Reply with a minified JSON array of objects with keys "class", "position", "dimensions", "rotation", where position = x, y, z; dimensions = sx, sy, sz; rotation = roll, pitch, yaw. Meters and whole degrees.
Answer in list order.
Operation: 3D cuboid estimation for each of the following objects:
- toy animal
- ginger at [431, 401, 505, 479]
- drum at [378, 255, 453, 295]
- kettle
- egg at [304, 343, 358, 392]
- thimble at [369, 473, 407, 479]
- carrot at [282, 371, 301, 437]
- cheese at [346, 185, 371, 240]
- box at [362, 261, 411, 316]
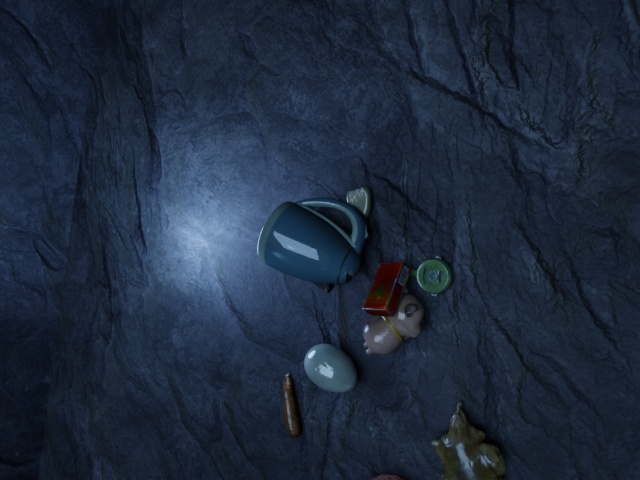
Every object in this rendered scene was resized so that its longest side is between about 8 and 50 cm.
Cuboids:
[{"class":"toy animal","position":[0.235,0.279,1.447],"dimensions":[0.248,0.149,0.165],"rotation":[-52,32,15]},{"class":"ginger","position":[0.448,0.645,1.343],"dimensions":[0.218,0.123,0.270],"rotation":[-8,86,32]},{"class":"drum","position":[0.315,0.126,1.469],"dimensions":[0.253,0.049,0.130],"rotation":[-11,83,35]},{"class":"kettle","position":[0.000,0.000,1.556],"dimensions":[0.342,0.247,0.320],"rotation":[24,90,21]},{"class":"egg","position":[0.038,0.457,1.566],"dimensions":[0.209,0.151,0.151],"rotation":[27,103,26]},{"class":"thimble","position":[0.222,0.909,1.454],"dimensions":[0.239,0.162,0.239],"rotation":[-2,85,30]},{"class":"carrot","position":[-0.118,0.641,1.714],"dimensions":[0.059,0.059,0.248],"rotation":[-14,80,29]},{"class":"cheese","position":[0.146,-0.093,1.573],"dimensions":[0.097,0.037,0.192],"rotation":[-11,83,31]},{"class":"box","position":[0.214,0.157,1.420],"dimensions":[0.112,0.048,0.175],"rotation":[-7,51,55]}]
